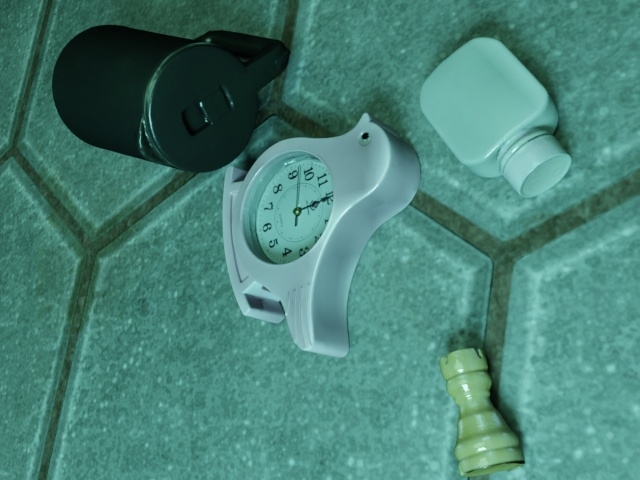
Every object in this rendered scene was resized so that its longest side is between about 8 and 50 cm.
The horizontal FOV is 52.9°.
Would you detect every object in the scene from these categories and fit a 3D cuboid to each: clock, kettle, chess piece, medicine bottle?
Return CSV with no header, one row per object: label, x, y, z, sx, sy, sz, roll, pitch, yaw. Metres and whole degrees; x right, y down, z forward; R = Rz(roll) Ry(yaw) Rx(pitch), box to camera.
clock,0.000,0.000,0.823,0.275,0.080,0.291,-20,66,31
kettle,-0.225,-0.219,0.987,0.308,0.262,0.203,22,116,45
chess piece,0.162,0.175,0.665,0.066,0.066,0.122,-26,57,28
medicine bottle,0.198,-0.135,0.720,0.119,0.069,0.183,-40,56,17
